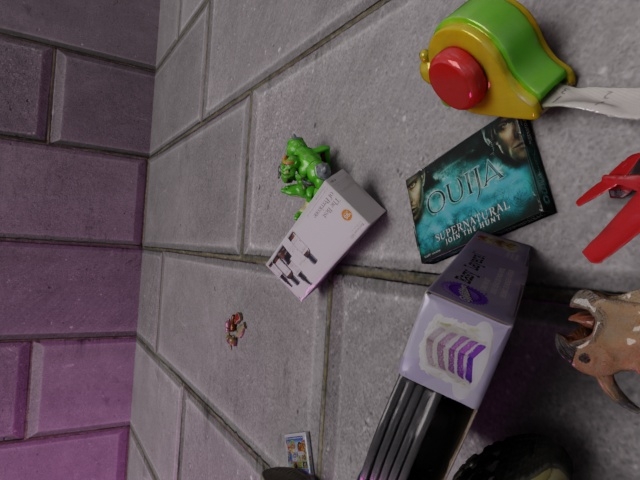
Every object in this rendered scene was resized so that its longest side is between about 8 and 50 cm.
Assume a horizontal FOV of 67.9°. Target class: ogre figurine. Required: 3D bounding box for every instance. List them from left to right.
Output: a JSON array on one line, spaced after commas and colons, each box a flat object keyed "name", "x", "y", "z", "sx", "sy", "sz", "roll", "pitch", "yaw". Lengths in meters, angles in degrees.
[{"name": "ogre figurine", "x": -0.026, "y": -0.117, "z": 0.876, "sx": 0.197, "sy": 0.096, "sz": 0.118, "roll": -102, "pitch": 13, "yaw": -52}]

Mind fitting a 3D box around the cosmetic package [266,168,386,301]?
[{"name": "cosmetic package", "x": 0.000, "y": 0.000, "z": 0.800, "sx": 0.099, "sy": 0.060, "sz": 0.239, "roll": 43, "pitch": 133, "yaw": 6}]

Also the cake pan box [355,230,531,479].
[{"name": "cake pan box", "x": 0.118, "y": 0.132, "z": 0.450, "sx": 0.070, "sy": 0.266, "sz": 0.246, "roll": 21, "pitch": 110, "yaw": 21}]

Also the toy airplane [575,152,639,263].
[{"name": "toy airplane", "x": 0.256, "y": -0.045, "z": 0.372, "sx": 0.028, "sy": 0.151, "sz": 0.151, "roll": 47, "pitch": 138, "yaw": 2}]

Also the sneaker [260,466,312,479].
[{"name": "sneaker", "x": -0.035, "y": 0.480, "z": 0.799, "sx": 0.222, "sy": 0.083, "sz": 0.118, "roll": 10, "pitch": 96, "yaw": 51}]

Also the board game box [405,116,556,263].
[{"name": "board game box", "x": 0.181, "y": -0.057, "z": 0.578, "sx": 0.186, "sy": 0.026, "sz": 0.126, "roll": -34, "pitch": 59, "yaw": 53}]

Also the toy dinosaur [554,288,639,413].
[{"name": "toy dinosaur", "x": 0.313, "y": 0.045, "z": 0.257, "sx": 0.295, "sy": 0.127, "sz": 0.201, "roll": 19, "pitch": 102, "yaw": 54}]

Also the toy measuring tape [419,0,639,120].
[{"name": "toy measuring tape", "x": 0.205, "y": -0.182, "z": 0.461, "sx": 0.330, "sy": 0.121, "sz": 0.122, "roll": 32, "pitch": 114, "yaw": 57}]

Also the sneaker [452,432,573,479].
[{"name": "sneaker", "x": 0.171, "y": 0.377, "z": 0.483, "sx": 0.182, "sy": 0.158, "sz": 0.411, "roll": 30, "pitch": 114, "yaw": 23}]

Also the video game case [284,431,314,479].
[{"name": "video game case", "x": -0.038, "y": 0.428, "z": 0.896, "sx": 0.087, "sy": 0.011, "sz": 0.122, "roll": -37, "pitch": 55, "yaw": 52}]

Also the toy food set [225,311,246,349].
[{"name": "toy food set", "x": -0.226, "y": 0.228, "z": 1.227, "sx": 0.122, "sy": 0.019, "sz": 0.078, "roll": -58, "pitch": 40, "yaw": 38}]
